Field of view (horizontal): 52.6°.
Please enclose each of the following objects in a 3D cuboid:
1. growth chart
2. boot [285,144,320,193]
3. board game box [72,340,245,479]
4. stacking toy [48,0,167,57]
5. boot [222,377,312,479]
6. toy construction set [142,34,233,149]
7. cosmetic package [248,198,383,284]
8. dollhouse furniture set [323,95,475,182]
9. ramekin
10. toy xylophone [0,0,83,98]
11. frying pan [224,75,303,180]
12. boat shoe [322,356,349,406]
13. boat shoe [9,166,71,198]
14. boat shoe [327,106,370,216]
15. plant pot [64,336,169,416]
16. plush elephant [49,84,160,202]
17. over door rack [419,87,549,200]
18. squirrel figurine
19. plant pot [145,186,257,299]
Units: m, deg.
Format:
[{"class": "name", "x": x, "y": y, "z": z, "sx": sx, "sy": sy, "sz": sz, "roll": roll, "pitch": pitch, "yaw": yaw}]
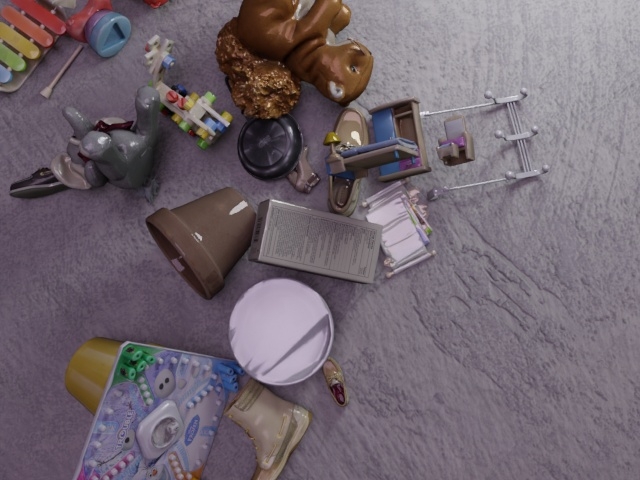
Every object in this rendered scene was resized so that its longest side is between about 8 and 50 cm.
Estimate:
[{"class": "growth chart", "x": 0.214, "y": -0.038, "z": 1.735, "sx": 0.171, "sy": 0.021, "sz": 0.237, "roll": -21, "pitch": 82, "yaw": 1}, {"class": "boot", "x": -0.037, "y": -0.189, "z": 1.765, "sx": 0.087, "sy": 0.042, "sz": 0.118, "roll": 34, "pitch": 89, "yaw": 3}, {"class": "board game box", "x": -0.373, "y": 0.459, "z": 1.547, "sx": 0.050, "sy": 0.390, "sz": 0.390, "roll": 15, "pitch": 84, "yaw": 37}, {"class": "stacking toy", "x": -0.550, "y": -0.648, "z": 1.739, "sx": 0.130, "sy": 0.279, "sz": 0.309, "roll": 39, "pitch": 91, "yaw": 9}, {"class": "boot", "x": -0.169, "y": 0.500, "z": 1.638, "sx": 0.203, "sy": 0.095, "sz": 0.262, "roll": 35, "pitch": 82, "yaw": -8}, {"class": "toy construction set", "x": -0.366, "y": -0.375, "z": 1.720, "sx": 0.151, "sy": 0.215, "sz": 0.328, "roll": -37, "pitch": 82, "yaw": -1}, {"class": "cosmetic package", "x": -0.012, "y": 0.006, "z": 1.643, "sx": 0.309, "sy": 0.113, "sz": 0.160, "roll": 14, "pitch": 83, "yaw": -19}, {"class": "dollhouse furniture set", "x": 0.183, "y": -0.274, "z": 1.585, "sx": 0.286, "sy": 0.303, "sz": 0.198, "roll": -12, "pitch": 84, "yaw": 31}, {"class": "ramekin", "x": -0.095, "y": 0.234, "z": 1.671, "sx": 0.272, "sy": 0.127, "sz": 0.273, "roll": -1, "pitch": 82, "yaw": 4}, {"class": "toy xylophone", "x": -0.827, "y": -0.551, "z": 1.842, "sx": 0.236, "sy": 0.081, "sz": 0.323, "roll": 28, "pitch": 86, "yaw": 6}, {"class": "frying pan", "x": -0.155, "y": -0.325, "z": 1.764, "sx": 0.197, "sy": 0.053, "sz": 0.327, "roll": -13, "pitch": 86, "yaw": 19}, {"class": "boat shoe", "x": 0.040, "y": 0.368, "z": 1.686, "sx": 0.050, "sy": 0.045, "sz": 0.135, "roll": -25, "pitch": 82, "yaw": 1}, {"class": "boat shoe", "x": -0.748, "y": -0.170, "z": 1.794, "sx": 0.227, "sy": 0.081, "sz": 0.069, "roll": -12, "pitch": 80, "yaw": -5}, {"class": "boat shoe", "x": 0.071, "y": -0.216, "z": 1.727, "sx": 0.109, "sy": 0.098, "sz": 0.303, "roll": 8, "pitch": 84, "yaw": 5}, {"class": "plant pot", "x": -0.500, "y": 0.363, "z": 1.637, "sx": 0.238, "sy": 0.254, "sz": 0.254, "roll": 18, "pitch": 85, "yaw": 21}, {"class": "plush elephant", "x": -0.568, "y": -0.252, "z": 1.695, "sx": 0.255, "sy": 0.330, "sz": 0.272, "roll": 22, "pitch": 58, "yaw": 15}, {"class": "over door rack", "x": 0.417, "y": -0.257, "z": 1.704, "sx": 0.324, "sy": 0.108, "sz": 0.240, "roll": -12, "pitch": 82, "yaw": 3}, {"class": "squirrel figurine", "x": -0.067, "y": -0.479, "z": 1.715, "sx": 0.397, "sy": 0.281, "sz": 0.370, "roll": -41, "pitch": 93, "yaw": 5}, {"class": "plant pot", "x": -0.282, "y": -0.015, "z": 1.672, "sx": 0.229, "sy": 0.263, "sz": 0.263, "roll": -38, "pitch": 82, "yaw": -18}]
